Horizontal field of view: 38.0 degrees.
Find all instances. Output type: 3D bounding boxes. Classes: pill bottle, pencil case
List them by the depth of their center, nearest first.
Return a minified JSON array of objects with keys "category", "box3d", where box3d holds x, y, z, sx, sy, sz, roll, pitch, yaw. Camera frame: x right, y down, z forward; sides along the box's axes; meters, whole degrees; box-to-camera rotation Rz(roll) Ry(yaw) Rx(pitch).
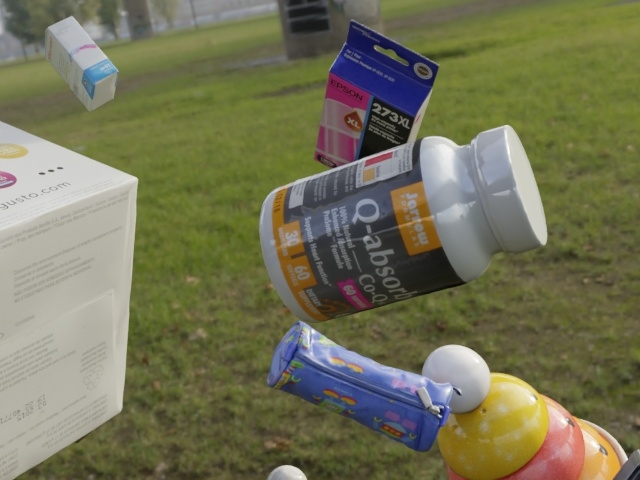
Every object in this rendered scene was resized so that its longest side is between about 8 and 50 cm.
[{"category":"pill bottle","box3d":[0.088,-0.019,0.997,0.279,0.162,0.162,-17,11,22]},{"category":"pencil case","box3d":[0.069,0.236,1.498,0.306,0.119,0.133,23,-21,-4]}]

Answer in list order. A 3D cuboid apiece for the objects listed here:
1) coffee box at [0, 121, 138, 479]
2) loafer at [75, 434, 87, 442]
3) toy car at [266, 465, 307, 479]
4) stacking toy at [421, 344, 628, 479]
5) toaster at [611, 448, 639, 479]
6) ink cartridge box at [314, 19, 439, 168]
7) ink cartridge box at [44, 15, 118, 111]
[{"category":"coffee box","box3d":[-0.459,0.069,1.089,0.334,0.338,0.338,23,29,27]},{"category":"loafer","box3d":[-0.556,0.285,1.659,0.366,0.130,0.134,23,2,-25]},{"category":"toy car","box3d":[-0.035,0.495,1.613,0.136,0.159,0.182,14,14,-20]},{"category":"stacking toy","box3d":[0.330,0.362,1.689,0.351,0.480,0.350,-25,35,19]},{"category":"toaster","box3d":[0.543,0.442,1.496,0.168,0.185,0.110,34,8,9]},{"category":"ink cartridge box","box3d":[0.093,-0.226,1.697,0.176,0.371,0.069,30,61,9]},{"category":"ink cartridge box","box3d":[-0.384,-0.283,1.485,0.052,0.122,0.088,-38,-6,-28]}]
